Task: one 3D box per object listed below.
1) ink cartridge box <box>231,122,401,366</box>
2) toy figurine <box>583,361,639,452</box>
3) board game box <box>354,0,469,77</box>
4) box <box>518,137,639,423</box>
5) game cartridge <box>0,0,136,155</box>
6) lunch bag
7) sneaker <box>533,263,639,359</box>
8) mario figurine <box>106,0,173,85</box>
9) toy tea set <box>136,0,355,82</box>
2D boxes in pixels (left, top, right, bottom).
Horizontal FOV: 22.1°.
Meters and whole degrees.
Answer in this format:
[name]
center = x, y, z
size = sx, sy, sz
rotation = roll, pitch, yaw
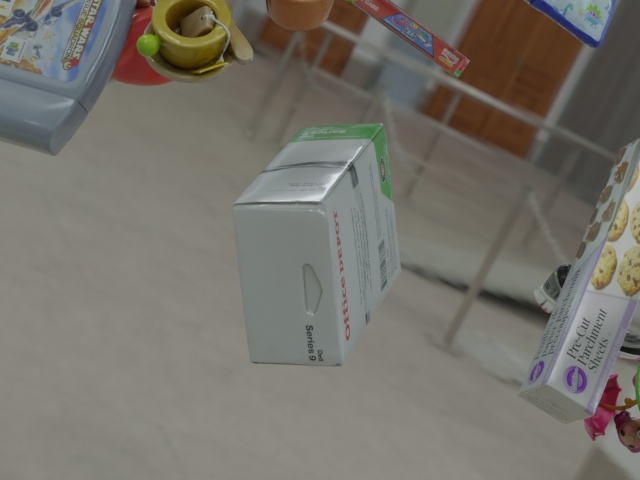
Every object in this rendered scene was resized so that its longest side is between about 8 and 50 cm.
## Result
[ink cartridge box]
center = 0.000, 0.000, 1.993
size = 0.121, 0.211, 0.289
rotation = 0, 21, 17
[toy figurine]
center = 0.386, 0.210, 1.941
size = 0.173, 0.130, 0.159
rotation = 54, -32, -8
[board game box]
center = 0.034, -0.274, 1.782
size = 0.281, 0.027, 0.145
rotation = 35, 8, -10
[box]
center = 0.302, 0.036, 1.719
size = 0.067, 0.324, 0.063
rotation = 33, -25, -11
[game cartridge]
center = -0.325, -0.255, 1.907
size = 0.198, 0.297, 0.062
rotation = 15, -14, 16
[lunch bag]
center = 0.283, -0.310, 1.943
size = 0.129, 0.096, 0.151
rotation = 30, 42, -27
[sneaker]
center = 0.356, 0.088, 2.108
size = 0.170, 0.075, 0.063
rotation = 37, 21, 27
[mario figurine]
center = -0.279, -0.322, 2.062
size = 0.320, 0.170, 0.198
rotation = 42, -13, 6
[toy tea set]
center = -0.038, -0.283, 1.469
size = 0.336, 0.124, 0.200
rotation = -23, 62, -19
